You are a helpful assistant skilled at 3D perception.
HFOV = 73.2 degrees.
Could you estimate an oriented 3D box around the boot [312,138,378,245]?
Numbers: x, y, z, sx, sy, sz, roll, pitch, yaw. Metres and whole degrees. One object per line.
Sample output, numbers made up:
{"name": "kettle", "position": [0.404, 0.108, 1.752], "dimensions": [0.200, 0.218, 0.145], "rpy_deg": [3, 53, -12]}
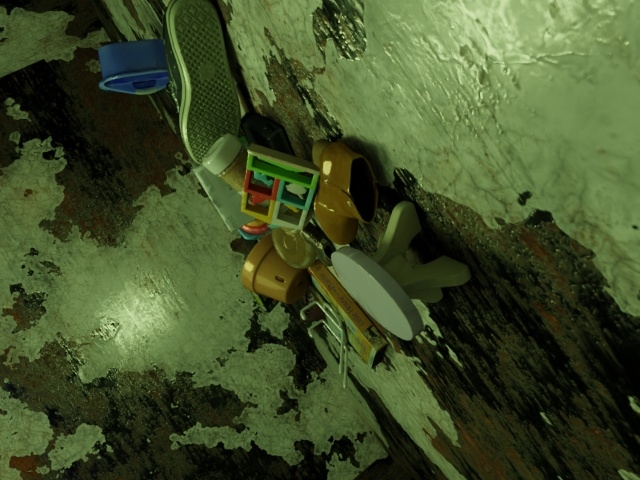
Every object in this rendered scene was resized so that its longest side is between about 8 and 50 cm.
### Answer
{"name": "boot", "position": [0.060, -0.073, 0.949], "dimensions": [0.211, 0.104, 0.294], "rpy_deg": [-129, 21, -56]}

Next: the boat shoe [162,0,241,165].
{"name": "boat shoe", "position": [-0.348, -0.451, 1.256], "dimensions": [0.156, 0.187, 0.499], "rpy_deg": [51, 152, 40]}

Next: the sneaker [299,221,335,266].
{"name": "sneaker", "position": [0.000, 0.000, 1.434], "dimensions": [0.188, 0.066, 0.071], "rpy_deg": [52, 149, -4]}

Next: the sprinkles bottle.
{"name": "sprinkles bottle", "position": [-0.182, -0.161, 1.301], "dimensions": [0.355, 0.121, 0.121], "rpy_deg": [41, 174, -29]}

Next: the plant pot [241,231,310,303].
{"name": "plant pot", "position": [-0.156, 0.131, 1.804], "dimensions": [0.204, 0.290, 0.290], "rpy_deg": [31, 156, 23]}

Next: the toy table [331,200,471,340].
{"name": "toy table", "position": [0.155, 0.065, 0.864], "dimensions": [0.274, 0.161, 0.252], "rpy_deg": [41, 159, 47]}

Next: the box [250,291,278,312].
{"name": "box", "position": [-0.214, 0.173, 2.027], "dimensions": [0.060, 0.270, 0.216], "rpy_deg": [17, 142, 36]}

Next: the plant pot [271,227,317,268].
{"name": "plant pot", "position": [-0.108, 0.001, 1.603], "dimensions": [0.237, 0.033, 0.236], "rpy_deg": [24, 125, 38]}

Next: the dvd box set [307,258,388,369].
{"name": "dvd box set", "position": [0.099, 0.299, 1.717], "dimensions": [0.420, 0.062, 0.307], "rpy_deg": [50, 165, 23]}

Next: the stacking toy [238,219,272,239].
{"name": "stacking toy", "position": [-0.275, -0.159, 1.821], "dimensions": [0.165, 0.175, 0.301], "rpy_deg": [48, 149, 26]}

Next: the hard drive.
{"name": "hard drive", "position": [-0.164, -0.291, 1.318], "dimensions": [0.255, 0.054, 0.171], "rpy_deg": [38, 157, 49]}

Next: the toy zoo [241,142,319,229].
{"name": "toy zoo", "position": [-0.119, -0.126, 1.202], "dimensions": [0.193, 0.030, 0.293], "rpy_deg": [17, 142, -4]}

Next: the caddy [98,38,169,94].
{"name": "caddy", "position": [-0.737, -0.693, 1.770], "dimensions": [0.241, 0.342, 0.179], "rpy_deg": [-165, 60, -69]}

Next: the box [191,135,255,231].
{"name": "box", "position": [-0.287, -0.201, 1.527], "dimensions": [0.261, 0.231, 0.127], "rpy_deg": [63, 172, -27]}

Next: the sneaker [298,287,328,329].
{"name": "sneaker", "position": [-0.052, 0.303, 1.999], "dimensions": [0.281, 0.163, 0.106], "rpy_deg": [61, 165, -18]}

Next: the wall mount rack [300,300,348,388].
{"name": "wall mount rack", "position": [0.049, 0.411, 1.737], "dimensions": [0.304, 0.131, 0.350], "rpy_deg": [48, 165, 31]}
